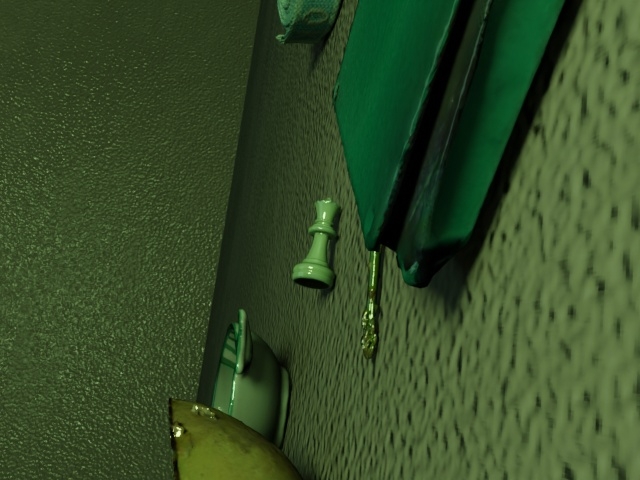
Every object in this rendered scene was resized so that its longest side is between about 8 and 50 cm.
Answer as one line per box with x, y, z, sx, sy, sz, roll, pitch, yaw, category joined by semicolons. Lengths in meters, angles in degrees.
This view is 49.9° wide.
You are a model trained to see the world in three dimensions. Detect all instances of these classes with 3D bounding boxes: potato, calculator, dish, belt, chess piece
-0.057;0.271;0.552;0.239;0.116;0.299;104;158;-48;potato
0.070;-0.140;0.413;0.274;0.058;0.248;-101;25;-61;calculator
-0.081;0.189;0.812;0.246;0.078;0.224;110;164;-44;dish
-0.010;-0.358;0.927;0.163;0.082;0.147;160;109;-73;belt
0.000;0.000;0.687;0.042;0.042;0.093;129;153;-67;chess piece

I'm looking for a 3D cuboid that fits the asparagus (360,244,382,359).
0.043;0.009;0.531;0.013;0.016;0.166;-11;64;42;asparagus
